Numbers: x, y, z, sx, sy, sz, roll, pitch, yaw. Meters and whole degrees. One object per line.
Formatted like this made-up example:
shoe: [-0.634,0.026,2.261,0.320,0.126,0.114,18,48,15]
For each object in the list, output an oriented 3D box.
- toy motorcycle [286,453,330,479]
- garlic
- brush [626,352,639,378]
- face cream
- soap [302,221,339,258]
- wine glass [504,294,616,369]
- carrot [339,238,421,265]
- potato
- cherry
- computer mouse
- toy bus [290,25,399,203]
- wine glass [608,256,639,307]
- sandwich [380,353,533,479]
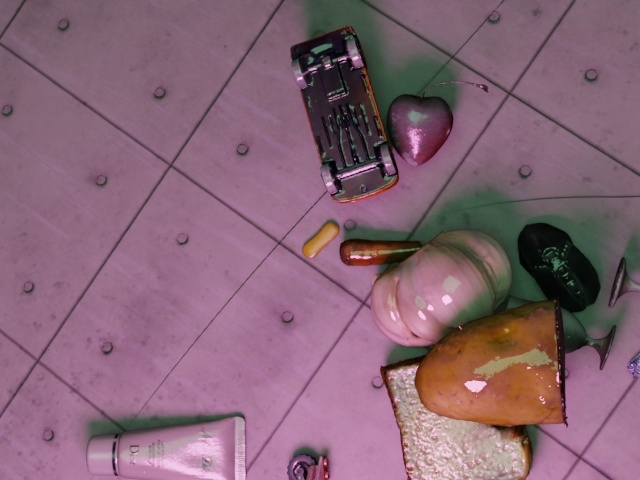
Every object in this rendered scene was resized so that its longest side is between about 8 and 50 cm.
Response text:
toy motorcycle: [0.000,0.514,1.942,0.118,0.084,0.212,-11,77,20]
garlic: [0.230,0.105,1.881,0.281,0.185,0.203,-34,95,7]
brush: [0.613,0.188,1.819,0.033,0.030,0.178,54,133,21]
face cream: [-0.305,0.425,2.024,0.315,0.089,0.143,-2,85,1]
soap: [0.000,0.000,2.025,0.089,0.012,0.034,-42,77,5]
wine glass: [0.433,0.167,1.874,0.202,0.093,0.092,19,89,12]
carrot: [0.118,0.022,1.981,0.162,0.055,0.055,-1,84,6]
potato: [0.293,0.224,1.755,0.266,0.229,0.229,-8,83,13]
cherry: [0.219,-0.217,1.950,0.188,0.115,0.148,7,67,8]
computer mouse: [0.443,0.046,1.899,0.106,0.062,0.192,-36,77,7]
toy bus: [0.054,-0.233,1.966,0.143,0.153,0.329,-18,79,12]
wine glass: [0.679,0.072,1.750,0.310,0.264,0.096,15,61,13]
sandwich: [0.257,0.337,1.895,0.249,0.095,0.273,-14,81,9]
